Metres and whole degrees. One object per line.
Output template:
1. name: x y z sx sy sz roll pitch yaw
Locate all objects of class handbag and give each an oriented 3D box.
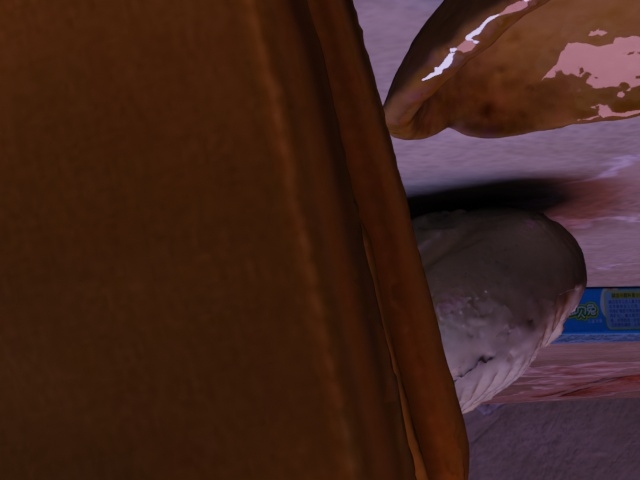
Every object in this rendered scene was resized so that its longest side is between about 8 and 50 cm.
1. handbag: -0.168 -0.001 0.429 0.401 0.283 0.133 -13 -171 22

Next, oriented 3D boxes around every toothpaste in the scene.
1. toothpaste: 0.302 0.077 1.567 0.266 0.050 0.065 0 170 -16

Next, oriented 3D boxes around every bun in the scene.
1. bun: 0.080 0.057 1.097 0.239 0.141 0.239 -38 173 -5

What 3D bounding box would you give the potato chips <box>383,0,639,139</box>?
1. potato chips: 0.117 -0.092 0.596 0.195 0.062 0.208 -8 168 -4
